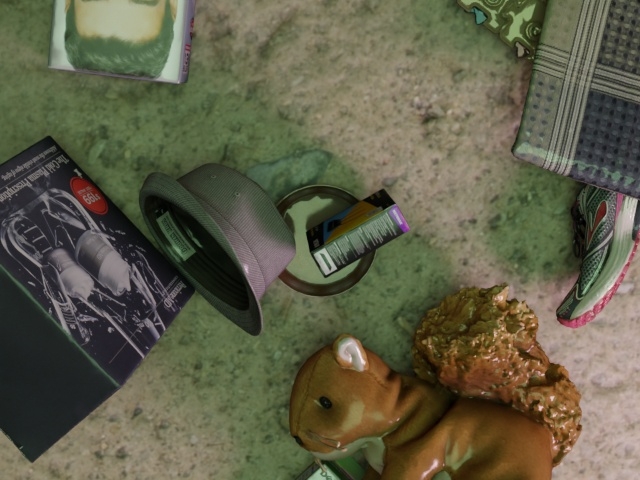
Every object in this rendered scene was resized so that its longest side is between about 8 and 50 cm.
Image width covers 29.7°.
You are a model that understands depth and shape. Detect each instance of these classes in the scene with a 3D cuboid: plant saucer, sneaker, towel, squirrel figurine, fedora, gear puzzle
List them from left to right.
[{"bbox_3d":[-0.129,-0.009,1.692,0.124,0.243,0.275,-39,53,-22],"label":"fedora"},{"bbox_3d":[0.000,0.000,1.781,0.168,0.029,0.168,0,97,-2],"label":"plant saucer"},{"bbox_3d":[0.161,0.245,1.732,0.370,0.281,0.397,39,79,6],"label":"squirrel figurine"},{"bbox_3d":[0.349,-0.426,1.730,0.175,0.044,0.339,38,92,-4],"label":"gear puzzle"},{"bbox_3d":[0.408,-0.013,1.750,0.112,0.121,0.299,22,83,12],"label":"sneaker"},{"bbox_3d":[0.442,-0.220,1.686,0.312,0.056,0.324,17,81,-4],"label":"towel"}]

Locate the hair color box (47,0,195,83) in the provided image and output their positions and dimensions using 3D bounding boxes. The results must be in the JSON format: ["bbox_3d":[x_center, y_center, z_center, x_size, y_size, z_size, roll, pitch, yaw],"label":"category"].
[{"bbox_3d":[-0.262,-0.414,1.680,0.185,0.113,0.374,6,98,-2],"label":"hair color box"}]

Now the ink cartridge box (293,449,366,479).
[{"bbox_3d":[0.008,0.397,1.816,0.209,0.062,0.109,-43,96,4],"label":"ink cartridge box"}]

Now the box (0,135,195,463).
[{"bbox_3d":[-0.372,0.063,1.610,0.179,0.343,0.312,-39,98,20],"label":"box"}]

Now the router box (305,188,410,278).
[{"bbox_3d":[0.048,-0.013,1.676,0.133,0.179,0.046,-30,99,2],"label":"router box"}]
